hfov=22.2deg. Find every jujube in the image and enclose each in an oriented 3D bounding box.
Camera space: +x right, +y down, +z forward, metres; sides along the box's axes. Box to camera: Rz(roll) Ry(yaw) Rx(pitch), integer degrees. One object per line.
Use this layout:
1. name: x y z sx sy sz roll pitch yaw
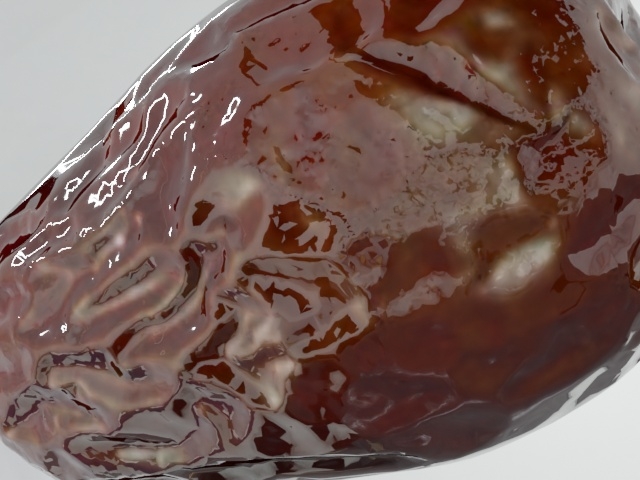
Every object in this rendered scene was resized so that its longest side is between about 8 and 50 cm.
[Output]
1. jujube: 0.000 0.000 0.550 0.255 0.190 0.190 -30 -14 23
